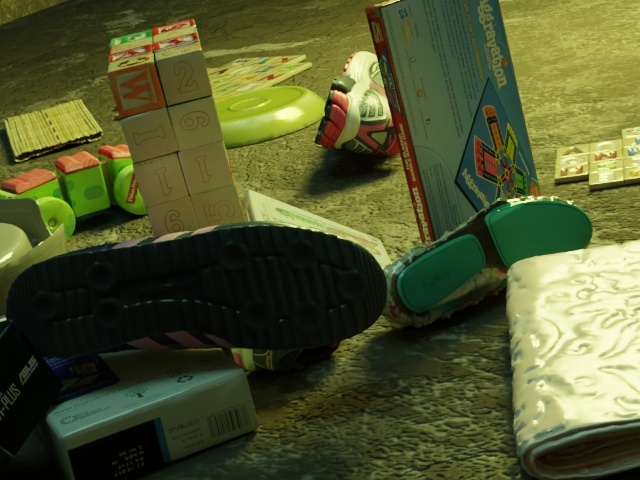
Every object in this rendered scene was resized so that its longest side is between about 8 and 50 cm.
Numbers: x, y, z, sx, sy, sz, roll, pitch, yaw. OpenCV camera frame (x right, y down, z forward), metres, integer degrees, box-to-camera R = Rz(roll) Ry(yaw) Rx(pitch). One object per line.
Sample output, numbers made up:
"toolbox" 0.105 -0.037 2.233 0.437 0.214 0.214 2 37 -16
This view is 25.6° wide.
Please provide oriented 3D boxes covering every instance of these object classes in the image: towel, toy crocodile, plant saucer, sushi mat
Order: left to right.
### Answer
"sushi mat" -0.470 -0.194 2.454 0.151 0.019 0.316 -16 19 -12
"toy crocodile" -0.323 -0.070 1.860 0.340 0.105 0.115 -22 20 -24
"plant saucer" -0.107 -0.197 2.194 0.240 0.037 0.241 -12 19 4
"towel" 0.305 0.073 1.108 0.316 0.053 0.332 -9 19 9

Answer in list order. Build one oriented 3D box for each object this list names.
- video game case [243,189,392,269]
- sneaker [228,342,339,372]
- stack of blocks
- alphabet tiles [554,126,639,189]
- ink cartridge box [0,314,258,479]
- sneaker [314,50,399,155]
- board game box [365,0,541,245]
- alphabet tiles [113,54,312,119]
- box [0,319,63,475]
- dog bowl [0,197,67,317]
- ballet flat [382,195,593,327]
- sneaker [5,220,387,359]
"video game case" 0.000 0.000 1.445 0.157 0.019 0.143 21 13 -13
"sneaker" -0.006 0.076 1.309 0.077 0.072 0.178 13 37 29
"stack of blocks" -0.124 -0.048 1.361 0.087 0.297 0.171 -14 20 -3
"alphabet tiles" 0.391 -0.105 1.636 0.237 0.009 0.198 -8 19 14
"ink cartridge box" -0.192 0.120 1.288 0.165 0.065 0.332 -19 21 -18
"sneaker" 0.068 -0.173 1.922 0.112 0.121 0.299 19 21 2
"board game box" 0.140 -0.114 1.400 0.145 0.281 0.027 -22 17 -27
"alphabet tiles" -0.193 -0.276 2.522 0.285 0.011 0.342 3 25 39
"box" -0.327 0.153 1.159 0.180 0.078 0.147 -14 31 34
"dog bowl" -0.440 0.060 1.568 0.348 0.102 0.349 -11 18 4
"ballet flat" 0.147 0.017 1.342 0.241 0.091 0.077 -18 -3 -26
"sneaker" -0.099 0.038 1.212 0.318 0.112 0.131 -1 3 6
